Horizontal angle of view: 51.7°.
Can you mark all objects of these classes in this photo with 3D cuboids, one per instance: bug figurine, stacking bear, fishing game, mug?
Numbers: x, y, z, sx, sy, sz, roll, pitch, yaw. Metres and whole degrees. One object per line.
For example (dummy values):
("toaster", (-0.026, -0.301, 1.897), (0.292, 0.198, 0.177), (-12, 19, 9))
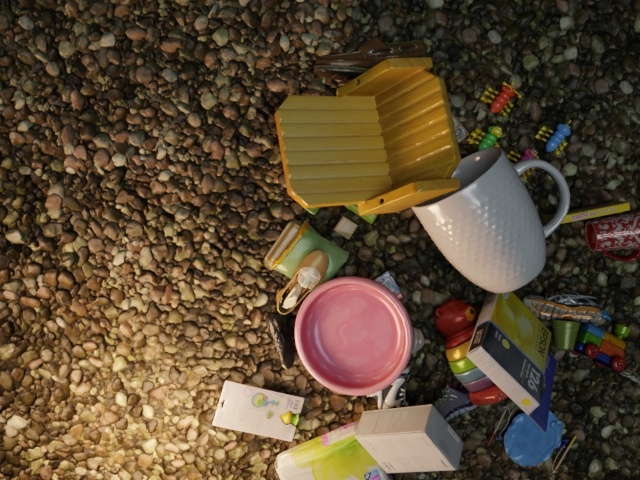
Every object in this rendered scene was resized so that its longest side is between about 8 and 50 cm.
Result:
("bug figurine", (0.549, -0.296, 1.822), (0.279, 0.072, 0.216), (33, 96, -6))
("stacking bear", (0.425, 0.300, 1.863), (0.164, 0.175, 0.288), (-33, 85, 47))
("fishing game", (0.629, 0.581, 1.967), (0.264, 0.041, 0.189), (21, 97, -13))
("mug", (0.845, -0.005, 1.856), (0.170, 0.113, 0.150), (-8, 97, 2))
("mug", (0.481, -0.063, 1.750), (0.374, 0.276, 0.328), (-34, 103, 5))

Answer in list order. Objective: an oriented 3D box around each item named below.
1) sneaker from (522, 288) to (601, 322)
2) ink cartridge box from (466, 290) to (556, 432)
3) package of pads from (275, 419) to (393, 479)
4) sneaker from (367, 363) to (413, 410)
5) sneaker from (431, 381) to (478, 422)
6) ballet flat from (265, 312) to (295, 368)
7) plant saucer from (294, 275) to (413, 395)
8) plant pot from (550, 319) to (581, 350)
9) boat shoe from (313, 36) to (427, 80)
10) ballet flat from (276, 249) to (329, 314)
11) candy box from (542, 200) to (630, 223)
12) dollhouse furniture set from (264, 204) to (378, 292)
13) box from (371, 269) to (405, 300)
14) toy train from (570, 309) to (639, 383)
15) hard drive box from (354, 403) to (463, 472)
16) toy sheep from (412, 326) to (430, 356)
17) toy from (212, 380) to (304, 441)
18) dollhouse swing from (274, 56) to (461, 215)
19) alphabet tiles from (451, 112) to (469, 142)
("sneaker", (0.690, 0.179, 1.897), (0.215, 0.084, 0.083), (8, 58, 7))
("ink cartridge box", (0.550, 0.308, 1.805), (0.307, 0.303, 0.072), (43, 128, -5))
("package of pads", (0.040, 0.678, 1.927), (0.297, 0.101, 0.229), (-24, 99, 1))
("sneaker", (0.233, 0.431, 1.902), (0.153, 0.094, 0.235), (-43, 87, 13))
("sneaker", (0.351, 0.470, 1.910), (0.224, 0.083, 0.098), (-19, 87, -24))
("ballet flat", (-0.113, 0.288, 1.902), (0.057, 0.049, 0.173), (-24, 102, -44))
("plant saucer", (0.096, 0.260, 1.840), (0.332, 0.084, 0.331), (2, 96, 16))
("plant pot", (0.700, 0.273, 1.891), (0.083, 0.083, 0.079), (8, 79, -3))
("boat shoe", (0.132, -0.487, 1.770), (0.308, 0.111, 0.104), (-1, 94, -12))
("ballet flat", (-0.049, 0.123, 1.813), (0.080, 0.073, 0.232), (28, 125, -12))
("candy box", (0.737, -0.078, 1.843), (0.206, 0.105, 0.027), (-11, 98, -1))
("dollhouse furniture set", (0.000, 0.000, 1.804), (0.198, 0.151, 0.301), (34, 96, -6))
("box", (0.160, 0.159, 1.895), (0.137, 0.027, 0.093), (-32, 97, 3))
("toy train", (0.859, 0.307, 1.912), (0.248, 0.105, 0.143), (26, 83, -5))
("hard drive box", (0.242, 0.548, 1.814), (0.232, 0.089, 0.181), (-17, 122, 37))
("toy sheep", (0.251, 0.286, 1.890), (0.132, 0.091, 0.091), (4, 98, -17))
("toy", (-0.179, 0.489, 1.916), (0.238, 0.056, 0.136), (16, 94, -9))
("dollhouse swing", (0.109, -0.259, 1.629), (0.305, 0.315, 0.346), (-1, 77, -40))
("alphabet tiles", (0.261, -0.294, 1.841), (0.237, 0.009, 0.198), (-40, 97, 5))
